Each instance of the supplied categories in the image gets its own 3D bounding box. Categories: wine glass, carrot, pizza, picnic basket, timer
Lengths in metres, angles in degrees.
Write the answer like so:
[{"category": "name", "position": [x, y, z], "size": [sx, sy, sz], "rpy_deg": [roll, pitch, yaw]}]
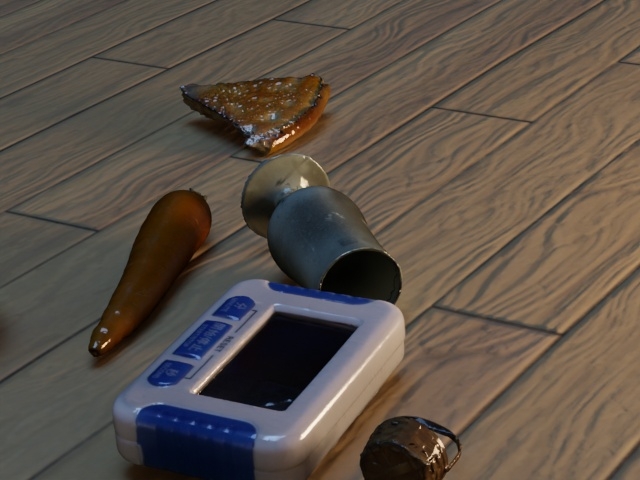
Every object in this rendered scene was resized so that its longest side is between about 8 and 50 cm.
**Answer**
[{"category": "wine glass", "position": [0.000, 0.000, 1.714], "size": [0.103, 0.103, 0.231], "rpy_deg": [-11, 27, -15]}, {"category": "carrot", "position": [-0.170, 0.026, 1.735], "size": [0.069, 0.069, 0.336], "rpy_deg": [1, 27, 12]}, {"category": "pizza", "position": [-0.093, -0.164, 2.162], "size": [0.195, 0.052, 0.185], "rpy_deg": [13, 36, 25]}, {"category": "picnic basket", "position": [0.074, 0.166, 1.370], "size": [0.072, 0.072, 0.083], "rpy_deg": [9, 26, 27]}, {"category": "timer", "position": [-0.048, 0.126, 1.469], "size": [0.178, 0.078, 0.253], "rpy_deg": [10, 29, 24]}]
